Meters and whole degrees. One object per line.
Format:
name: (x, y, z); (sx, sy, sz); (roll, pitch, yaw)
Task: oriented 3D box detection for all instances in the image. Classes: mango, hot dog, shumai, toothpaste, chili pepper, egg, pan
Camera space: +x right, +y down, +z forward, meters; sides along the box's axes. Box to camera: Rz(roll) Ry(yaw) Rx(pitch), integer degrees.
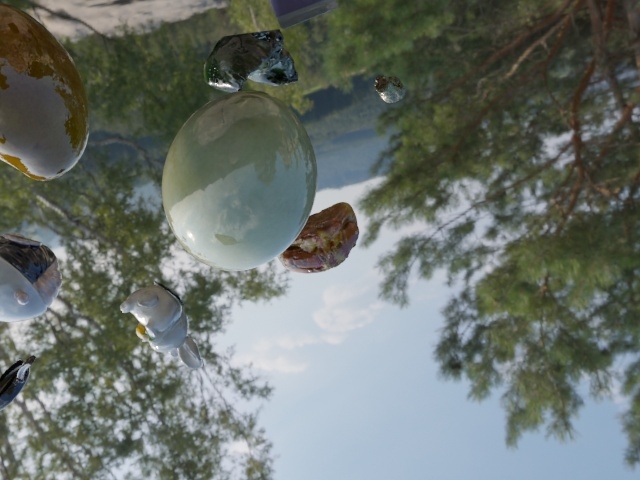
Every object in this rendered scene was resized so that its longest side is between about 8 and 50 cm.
mango: (-0.576, -0.273, 1.156); (0.221, 0.378, 0.264); (13, -121, 23)
hot dog: (0.000, 0.000, 1.711); (0.256, 0.150, 0.153); (-26, -153, -7)
shumai: (0.179, -0.410, 1.662); (0.083, 0.082, 0.080); (36, -137, 21)
toothpaste: (-0.095, -0.597, 1.227); (0.125, 0.371, 0.080); (-23, 171, -8)
chili pepper: (-0.137, -0.346, 1.157); (0.148, 0.116, 0.264); (9, -159, 10)
egg: (-0.098, -0.069, 0.748); (0.186, 0.186, 0.253); (-22, 153, -39)
pan: (-0.598, 0.272, 1.202); (0.212, 0.040, 0.115); (-32, -150, 35)

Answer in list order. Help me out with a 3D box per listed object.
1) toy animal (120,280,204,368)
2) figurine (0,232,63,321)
toy animal: (-0.465, 0.254, 1.830); (0.208, 0.325, 0.154); (18, -120, 46)
figurine: (-0.858, 0.122, 1.625); (0.361, 0.253, 0.211); (-13, -127, 20)
